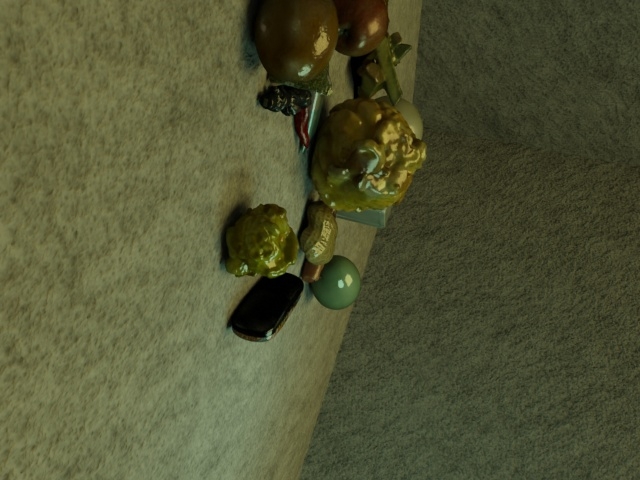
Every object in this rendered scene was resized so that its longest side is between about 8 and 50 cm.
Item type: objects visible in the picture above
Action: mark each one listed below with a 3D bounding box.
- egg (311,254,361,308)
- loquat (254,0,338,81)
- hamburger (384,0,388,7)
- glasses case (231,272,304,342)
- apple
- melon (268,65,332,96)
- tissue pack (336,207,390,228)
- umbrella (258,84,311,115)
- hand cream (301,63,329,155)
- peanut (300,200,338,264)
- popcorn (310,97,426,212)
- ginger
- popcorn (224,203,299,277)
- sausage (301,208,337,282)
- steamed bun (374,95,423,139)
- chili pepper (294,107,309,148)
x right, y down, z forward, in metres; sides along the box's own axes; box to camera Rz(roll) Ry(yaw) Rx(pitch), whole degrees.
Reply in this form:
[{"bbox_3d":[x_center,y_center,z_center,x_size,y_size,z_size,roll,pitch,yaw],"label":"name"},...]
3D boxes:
[{"bbox_3d":[0.062,0.171,2.343,0.283,0.202,0.203,89,18,-62],"label":"egg"},{"bbox_3d":[-0.050,-0.452,1.239,0.179,0.179,0.228,-23,121,-75],"label":"loquat"},{"bbox_3d":[0.164,-0.804,1.952,0.189,0.122,0.215,-33,133,-70],"label":"hamburger"},{"bbox_3d":[-0.141,0.179,1.629,0.321,0.122,0.082,-54,153,-60],"label":"glasses case"},{"bbox_3d":[0.103,-0.637,1.700,0.188,0.188,0.174,91,24,-45],"label":"apple"},{"bbox_3d":[-0.066,-0.407,1.409,0.139,0.203,0.093,-31,166,-25],"label":"melon"},{"bbox_3d":[0.159,-0.163,2.325,0.159,0.245,0.136,80,28,-63],"label":"tissue pack"},{"bbox_3d":[-0.091,-0.348,1.446,0.071,0.080,0.224,-44,179,26],"label":"umbrella"},{"bbox_3d":[-0.020,-0.398,1.700,0.312,0.070,0.111,96,13,-46],"label":"hand cream"},{"bbox_3d":[-0.001,-0.029,2.049,0.196,0.110,0.233,25,78,-65],"label":"peanut"},{"bbox_3d":[0.146,-0.281,1.913,0.390,0.343,0.354,149,-62,-63],"label":"popcorn"},{"bbox_3d":[0.254,-0.691,2.286,0.358,0.211,0.414,88,19,-56],"label":"ginger"},{"bbox_3d":[-0.142,0.004,1.402,0.197,0.155,0.198,5,84,-62],"label":"popcorn"},{"bbox_3d":[0.000,0.001,2.174,0.087,0.079,0.327,136,-31,-85],"label":"sausage"},{"bbox_3d":[0.273,-0.448,2.482,0.309,0.309,0.310,13,90,-78],"label":"steamed bun"},{"bbox_3d":[-0.051,-0.363,1.642,0.268,0.050,0.059,92,-14,-48],"label":"chili pepper"}]
